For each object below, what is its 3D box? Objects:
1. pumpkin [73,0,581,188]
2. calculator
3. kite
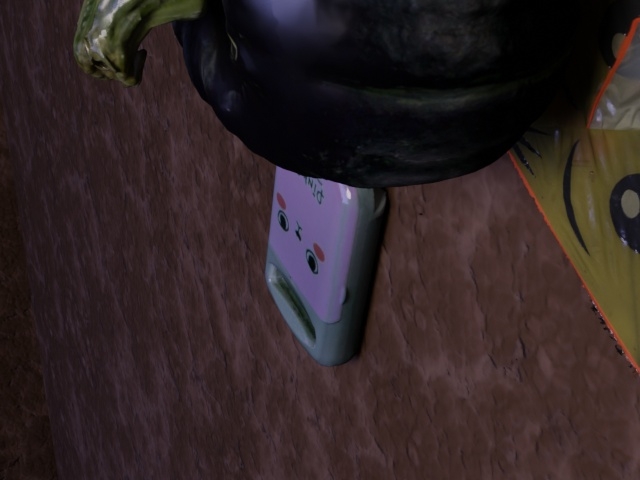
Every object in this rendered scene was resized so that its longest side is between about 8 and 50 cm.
[{"bbox_3d":[-0.008,-0.171,0.656,0.296,0.295,0.296,40,137,53],"label":"pumpkin"},{"bbox_3d":[0.000,0.000,1.000,0.141,0.045,0.246,55,148,41],"label":"calculator"},{"bbox_3d":[0.183,-0.053,0.611,0.327,0.013,0.378,16,115,63],"label":"kite"}]
